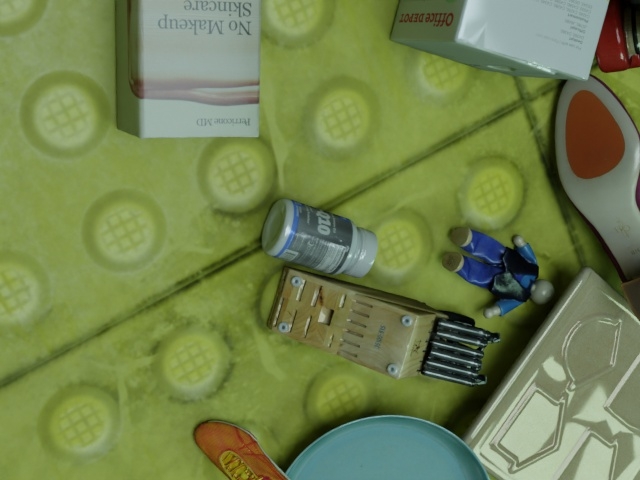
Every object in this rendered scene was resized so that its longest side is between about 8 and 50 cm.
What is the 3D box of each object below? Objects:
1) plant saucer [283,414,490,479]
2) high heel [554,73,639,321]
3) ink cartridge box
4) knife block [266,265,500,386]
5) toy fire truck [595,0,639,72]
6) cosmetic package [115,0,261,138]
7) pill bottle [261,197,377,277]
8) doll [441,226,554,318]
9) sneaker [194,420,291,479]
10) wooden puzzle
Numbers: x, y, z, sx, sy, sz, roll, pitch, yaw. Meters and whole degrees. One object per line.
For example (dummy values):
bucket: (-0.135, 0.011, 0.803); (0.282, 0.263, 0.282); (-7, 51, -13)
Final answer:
plant saucer: (0.084, 0.385, 1.505); (0.317, 0.044, 0.318); (-2, 102, -7)
high heel: (0.440, -0.061, 1.567); (0.181, 0.127, 0.377); (-15, 90, -62)
ink cartridge box: (0.242, -0.356, 1.362); (0.197, 0.198, 0.270); (12, 96, -22)
knife block: (0.097, 0.120, 1.477); (0.275, 0.242, 0.088); (19, 94, 22)
toy fire truck: (0.446, -0.357, 1.408); (0.169, 0.302, 0.254); (-5, 98, 24)
cosmetic package: (-0.155, -0.271, 1.264); (0.153, 0.129, 0.296); (-4, 103, -21)
pill bottle: (0.000, 0.000, 1.406); (0.137, 0.078, 0.078); (18, 94, -23)
doll: (0.257, 0.049, 1.532); (0.189, 0.046, 0.129); (23, 82, -30)
sneaker: (-0.093, 0.300, 1.419); (0.175, 0.067, 0.064); (39, 97, 1)
wooden puzzle: (0.389, 0.247, 1.611); (0.348, 0.080, 0.322); (38, 86, -28)
